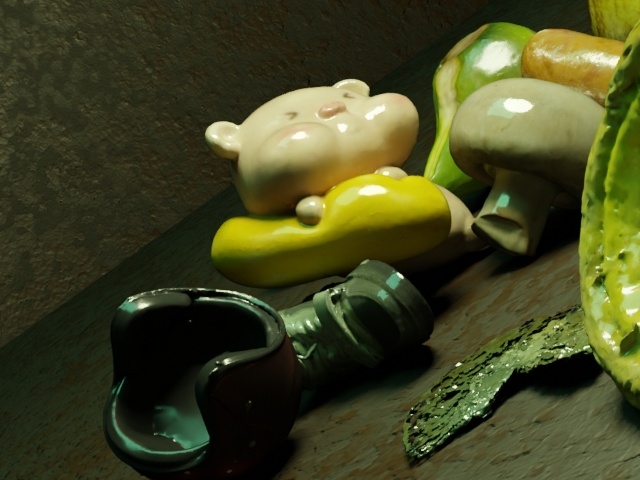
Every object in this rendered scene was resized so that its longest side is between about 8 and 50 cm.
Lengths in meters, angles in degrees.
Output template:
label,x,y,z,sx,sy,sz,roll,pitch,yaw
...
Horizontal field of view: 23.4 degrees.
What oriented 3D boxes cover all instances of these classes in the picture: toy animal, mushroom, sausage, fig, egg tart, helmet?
label,x,y,z,sx,sy,sz,roll,pitch,yaw
toy animal,0.047,-0.080,1.789,0.345,0.246,0.277,-3,-10,-35
mushroom,0.234,-0.076,1.717,0.204,0.204,0.204,-31,11,7
sausage,0.346,-0.181,1.765,0.270,0.109,0.109,16,42,38
fig,0.223,-0.146,2.048,0.275,0.206,0.206,-56,18,-16
egg tart,0.301,-0.031,1.117,0.132,0.345,0.345,6,6,-10
helmet,-0.118,0.152,1.569,0.189,0.193,0.216,31,75,41

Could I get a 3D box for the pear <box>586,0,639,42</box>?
label,x,y,z,sx,sy,sz,roll,pitch,yaw
pear,0.447,-0.314,1.856,0.283,0.283,0.283,-31,11,7

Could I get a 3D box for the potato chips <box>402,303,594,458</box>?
label,x,y,z,sx,sy,sz,roll,pitch,yaw
potato chips,0.167,0.116,1.380,0.220,0.029,0.202,-27,9,34

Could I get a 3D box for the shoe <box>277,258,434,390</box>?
label,x,y,z,sx,sy,sz,roll,pitch,yaw
shoe,0.009,0.109,1.653,0.149,0.109,0.293,-35,4,-19
